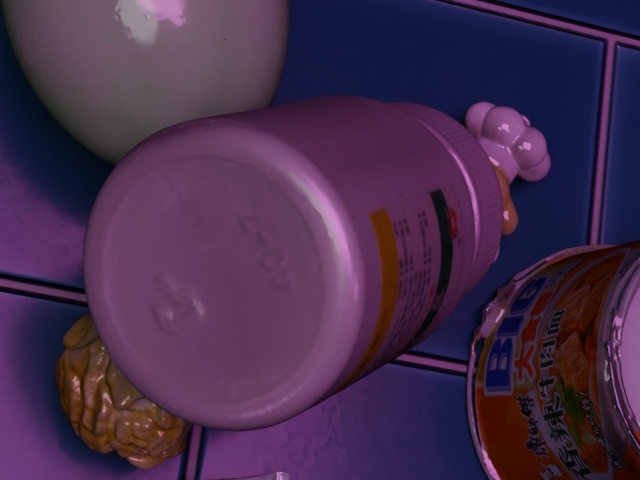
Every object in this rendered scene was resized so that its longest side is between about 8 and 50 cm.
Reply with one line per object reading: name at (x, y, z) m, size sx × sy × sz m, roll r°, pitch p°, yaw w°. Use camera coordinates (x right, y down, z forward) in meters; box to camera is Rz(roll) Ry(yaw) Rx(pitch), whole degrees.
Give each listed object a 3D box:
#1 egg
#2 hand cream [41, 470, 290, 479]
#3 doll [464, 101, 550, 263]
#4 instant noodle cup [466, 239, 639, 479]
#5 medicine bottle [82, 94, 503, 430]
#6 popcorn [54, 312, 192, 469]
egg at (-0.134, -0.183, 1.255) m, size 0.220 × 0.220 × 0.270 m, roll -15°, pitch 91°, yaw -20°
hand cream at (-0.120, 0.216, 1.264) m, size 0.205 × 0.050 × 0.078 m, roll 5°, pitch 77°, yaw -20°
doll at (0.134, -0.048, 1.393) m, size 0.106 × 0.062 × 0.162 m, roll 42°, pitch 70°, yaw -9°
instant noodle cup at (0.293, 0.120, 1.324) m, size 0.296 × 0.214 × 0.296 m, roll 4°, pitch 76°, yaw -17°
medicine bottle at (0.000, 0.000, 1.185) m, size 0.208 × 0.208 × 0.339 m, roll 64°, pitch 27°, yaw 4°
popcorn at (-0.137, 0.100, 1.235) m, size 0.135 × 0.162 × 0.141 m, roll -21°, pitch 46°, yaw 2°
